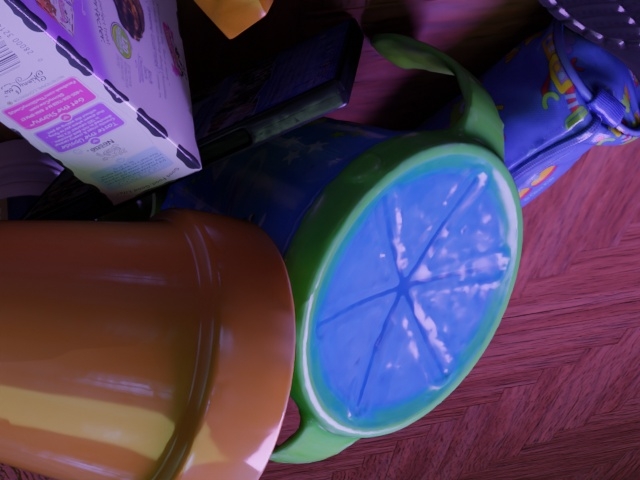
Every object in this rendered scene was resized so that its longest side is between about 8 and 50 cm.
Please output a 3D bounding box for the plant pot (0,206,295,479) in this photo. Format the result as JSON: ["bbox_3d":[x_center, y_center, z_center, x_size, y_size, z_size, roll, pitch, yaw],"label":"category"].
[{"bbox_3d":[-0.148,0.069,0.641,0.188,0.205,0.205,13,141,-31],"label":"plant pot"}]

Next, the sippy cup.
[{"bbox_3d":[0.000,0.000,0.800,0.305,0.224,0.240,-37,133,-24],"label":"sippy cup"}]

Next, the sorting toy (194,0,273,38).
[{"bbox_3d":[-0.093,-0.234,0.438,0.229,0.041,0.307,-27,119,35],"label":"sorting toy"}]

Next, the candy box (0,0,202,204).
[{"bbox_3d":[-0.157,-0.139,0.606,0.070,0.164,0.196,-22,148,16],"label":"candy box"}]

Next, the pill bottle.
[{"bbox_3d":[-0.232,0.017,0.813,0.112,0.186,0.112,-10,149,-6],"label":"pill bottle"}]

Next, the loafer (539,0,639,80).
[{"bbox_3d":[0.263,-0.199,0.749,0.134,0.130,0.366,5,158,45],"label":"loafer"}]

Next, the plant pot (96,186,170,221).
[{"bbox_3d":[-0.152,-0.024,0.897,0.083,0.083,0.079,-29,159,25],"label":"plant pot"}]

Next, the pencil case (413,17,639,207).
[{"bbox_3d":[0.136,-0.062,0.886,0.119,0.133,0.306,31,129,-27],"label":"pencil case"}]

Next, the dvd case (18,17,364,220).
[{"bbox_3d":[-0.089,-0.082,0.741,0.253,0.180,0.022,-22,111,15],"label":"dvd case"}]
